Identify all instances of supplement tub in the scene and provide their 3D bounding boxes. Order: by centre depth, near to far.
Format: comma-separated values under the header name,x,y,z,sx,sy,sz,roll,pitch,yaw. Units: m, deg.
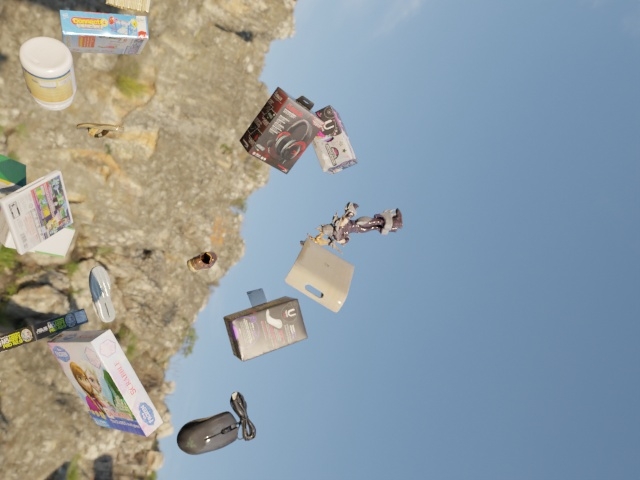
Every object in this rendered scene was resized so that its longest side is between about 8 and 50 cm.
name,x,y,z,sx,sy,sz,roll,pitch,yaw
supplement tub,-0.851,-0.519,1.604,0.200,0.144,0.145,130,-31,-59

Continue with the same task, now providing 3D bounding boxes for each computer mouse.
name,x,y,z,sx,sy,sz,roll,pitch,yaw
computer mouse,-0.374,0.671,1.806,0.072,0.272,0.189,170,-99,-75

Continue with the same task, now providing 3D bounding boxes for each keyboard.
name,x,y,z,sx,sy,sz,roll,pitch,yaw
keyboard,-0.266,0.301,2.285,0.256,0.072,0.014,78,-8,-46

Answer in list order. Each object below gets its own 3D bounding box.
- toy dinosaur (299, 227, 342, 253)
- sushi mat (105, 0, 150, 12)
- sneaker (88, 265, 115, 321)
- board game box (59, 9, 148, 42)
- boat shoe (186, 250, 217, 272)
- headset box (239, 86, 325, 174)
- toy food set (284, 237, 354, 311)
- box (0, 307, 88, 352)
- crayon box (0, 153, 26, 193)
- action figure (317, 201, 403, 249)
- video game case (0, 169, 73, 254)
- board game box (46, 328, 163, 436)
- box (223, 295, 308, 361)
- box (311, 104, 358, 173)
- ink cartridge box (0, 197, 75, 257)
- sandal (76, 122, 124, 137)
name,x,y,z,sx,sy,sz,roll,pitch,yaw
toy dinosaur,0.000,0.000,2.359,0.064,0.211,0.113,-176,-90,-71
sushi mat,-0.648,-0.960,1.765,0.019,0.151,0.317,-113,-148,-84
sneaker,-0.995,0.242,2.289,0.091,0.094,0.259,-1,-81,40
board game box,-0.858,-0.815,2.021,0.308,0.301,0.086,15,-70,63
boat shoe,-0.415,0.071,1.852,0.060,0.064,0.178,-29,-179,17
headset box,-0.139,-0.436,1.994,0.293,0.218,0.110,-50,-133,14
toy food set,-0.001,0.123,1.896,0.092,0.219,0.306,-56,-175,25
box,-1.029,0.331,1.867,0.216,0.270,0.060,-18,-89,15
crayon box,-0.977,-0.197,1.352,0.323,0.202,0.083,54,30,-80
action figure,0.126,-0.051,1.721,0.185,0.284,0.099,110,-29,-58
video game case,-0.809,-0.082,1.467,0.183,0.023,0.202,-47,158,-43
board game box,-0.639,0.413,1.499,0.318,0.318,0.066,-11,-162,42
box,-0.209,0.330,1.943,0.143,0.270,0.166,-5,-80,67
box,0.046,-0.430,2.202,0.142,0.163,0.248,-23,-95,14
ink cartridge box,-1.033,-0.051,1.795,0.278,0.201,0.117,22,-88,38
sandal,-0.729,-0.361,1.684,0.072,0.179,0.049,-23,119,-72
